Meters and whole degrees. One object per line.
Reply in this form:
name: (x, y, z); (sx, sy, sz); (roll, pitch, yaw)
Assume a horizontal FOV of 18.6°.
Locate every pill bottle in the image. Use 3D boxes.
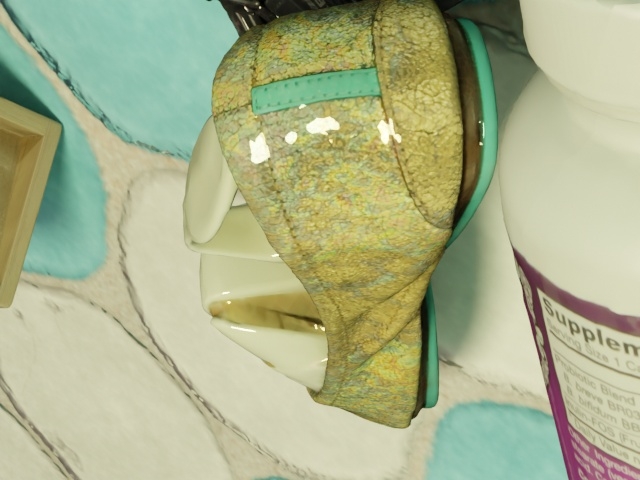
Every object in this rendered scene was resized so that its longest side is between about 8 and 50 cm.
pill bottle: (0.155, 0.013, 0.682); (0.169, 0.169, 0.301); (16, 136, 39)

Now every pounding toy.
pounding toy: (-0.239, -0.019, 1.079); (0.130, 0.141, 0.100); (24, 165, -38)

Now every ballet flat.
ballet flat: (0.000, 0.000, 0.823); (0.123, 0.123, 0.348); (39, 164, 12)

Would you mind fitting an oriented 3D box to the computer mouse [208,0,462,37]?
computer mouse: (0.006, -0.146, 0.784); (0.188, 0.072, 0.272); (51, 160, -10)
